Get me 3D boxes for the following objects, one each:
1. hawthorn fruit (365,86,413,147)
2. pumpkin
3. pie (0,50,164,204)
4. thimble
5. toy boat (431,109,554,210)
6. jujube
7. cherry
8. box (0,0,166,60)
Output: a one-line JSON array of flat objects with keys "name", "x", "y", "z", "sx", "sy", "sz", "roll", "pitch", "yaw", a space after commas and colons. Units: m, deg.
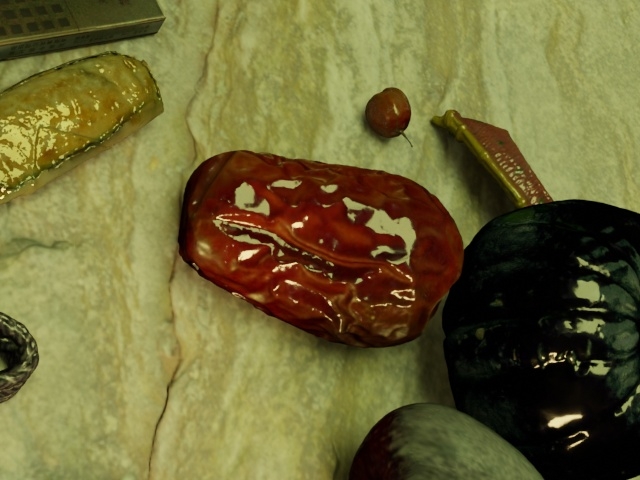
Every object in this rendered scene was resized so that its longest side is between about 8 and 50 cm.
[{"name": "hawthorn fruit", "x": 0.107, "y": -0.167, "z": 1.405, "sx": 0.067, "sy": 0.067, "sz": 0.103, "roll": -15, "pitch": 62, "yaw": -35}, {"name": "pumpkin", "x": 0.317, "y": 0.127, "z": 1.243, "sx": 0.363, "sy": 0.266, "sz": 0.363, "roll": 11, "pitch": 73, "yaw": -41}, {"name": "pie", "x": -0.308, "y": -0.138, "z": 1.149, "sx": 0.282, "sy": 0.068, "sz": 0.128, "roll": -36, "pitch": 86, "yaw": -34}, {"name": "thimble", "x": -0.342, "y": 0.119, "z": 0.999, "sx": 0.104, "sy": 0.066, "sz": 0.095, "roll": 32, "pitch": 52, "yaw": -14}, {"name": "toy boat", "x": 0.278, "y": -0.069, "z": 1.448, "sx": 0.318, "sy": 0.099, "sz": 0.141, "roll": 61, "pitch": 12, "yaw": 8}, {"name": "jujube", "x": 0.000, "y": 0.000, "z": 1.186, "sx": 0.342, "sy": 0.216, "sz": 0.216, "roll": 16, "pitch": 58, "yaw": -7}, {"name": "cherry", "x": 0.133, "y": 0.310, "z": 1.084, "sx": 0.296, "sy": 0.218, "sz": 0.255, "roll": 27, "pitch": 29, "yaw": -16}, {"name": "box", "x": -0.367, "y": -0.312, "z": 1.211, "sx": 0.325, "sy": 0.047, "sz": 0.180, "roll": -19, "pitch": 77, "yaw": -36}]
